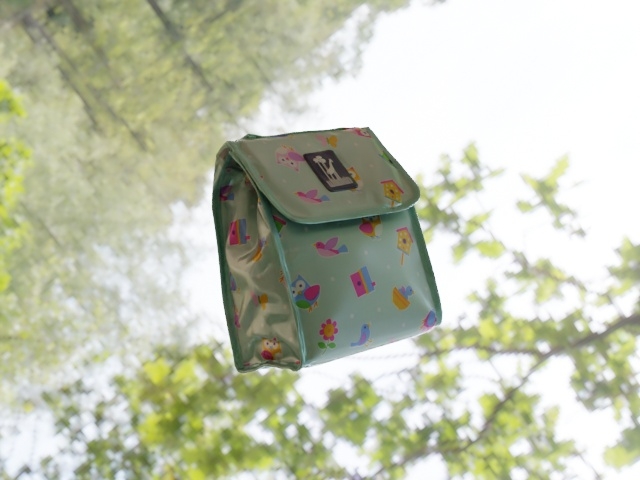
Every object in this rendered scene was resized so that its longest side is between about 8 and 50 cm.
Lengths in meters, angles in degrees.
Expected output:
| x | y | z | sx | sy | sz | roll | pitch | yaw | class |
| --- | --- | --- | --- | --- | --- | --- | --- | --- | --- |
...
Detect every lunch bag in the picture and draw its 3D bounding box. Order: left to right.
| x | y | z | sx | sy | sz | roll | pitch | yaw | class |
| --- | --- | --- | --- | --- | --- | --- | --- | --- | --- |
| 0.000 | 0.000 | 1.436 | 0.223 | 0.262 | 0.160 | -11 | -179 | -38 | lunch bag |
